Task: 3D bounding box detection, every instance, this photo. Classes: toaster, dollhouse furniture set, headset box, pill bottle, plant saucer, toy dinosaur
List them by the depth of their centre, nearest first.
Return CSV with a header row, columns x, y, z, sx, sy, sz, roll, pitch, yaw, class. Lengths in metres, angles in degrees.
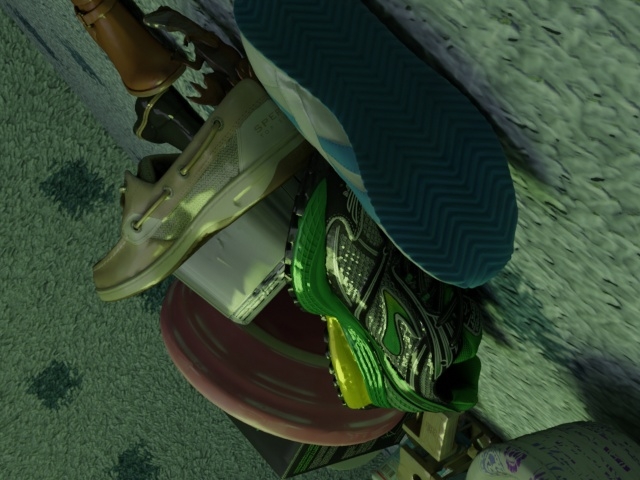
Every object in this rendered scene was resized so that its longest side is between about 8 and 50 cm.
x,y,z,sx,sy,sz,roll,pitch,yaw,class
-0.071,-0.147,0.837,0.211,0.064,0.112,44,-161,-15,toy dinosaur
-0.085,-0.010,0.982,0.146,0.227,0.129,42,-147,-1,toaster
-0.028,0.106,1.114,0.332,0.084,0.332,19,-152,-10,plant saucer
0.200,0.273,1.216,0.129,0.129,0.184,39,138,40,dollhouse furniture set
-0.021,0.180,1.251,0.283,0.131,0.246,0,-145,-49,headset box
0.175,0.395,1.601,0.087,0.160,0.087,46,171,9,pill bottle

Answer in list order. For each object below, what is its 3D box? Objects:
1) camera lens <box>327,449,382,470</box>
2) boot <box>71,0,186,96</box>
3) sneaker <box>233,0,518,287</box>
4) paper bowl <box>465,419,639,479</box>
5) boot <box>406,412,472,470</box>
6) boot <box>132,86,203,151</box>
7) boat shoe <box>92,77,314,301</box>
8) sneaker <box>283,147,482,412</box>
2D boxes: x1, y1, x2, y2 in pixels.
x,y,z,sx,sy,sz,roll,pitch,yaw,class
0.001,0.279,1.723,0.274,0.219,0.219,37,166,49,camera lens
-0.248,-0.260,1.079,0.197,0.073,0.152,34,160,46,boot
0.038,-0.070,0.557,0.229,0.087,0.092,53,178,7,sneaker
0.235,0.281,0.703,0.284,0.148,0.284,166,90,-77,paper bowl
0.173,0.285,1.402,0.219,0.082,0.106,50,173,-7,boot
-0.213,-0.154,1.370,0.137,0.077,0.198,42,172,1,boot
-0.132,-0.040,0.837,0.302,0.109,0.098,-34,100,39,boat shoe
0.069,0.033,0.796,0.146,0.134,0.343,2,140,23,sneaker
